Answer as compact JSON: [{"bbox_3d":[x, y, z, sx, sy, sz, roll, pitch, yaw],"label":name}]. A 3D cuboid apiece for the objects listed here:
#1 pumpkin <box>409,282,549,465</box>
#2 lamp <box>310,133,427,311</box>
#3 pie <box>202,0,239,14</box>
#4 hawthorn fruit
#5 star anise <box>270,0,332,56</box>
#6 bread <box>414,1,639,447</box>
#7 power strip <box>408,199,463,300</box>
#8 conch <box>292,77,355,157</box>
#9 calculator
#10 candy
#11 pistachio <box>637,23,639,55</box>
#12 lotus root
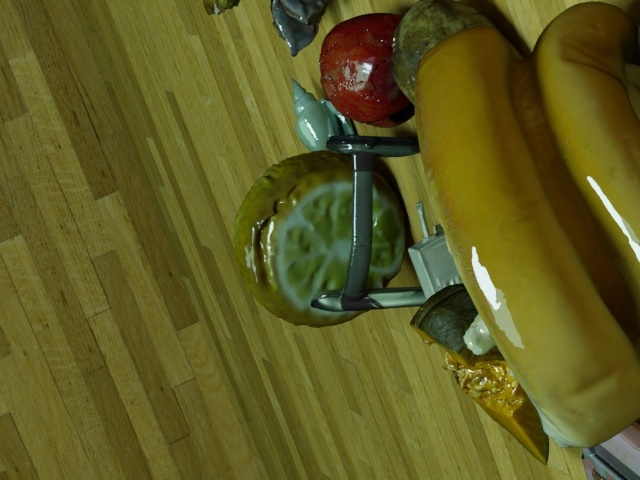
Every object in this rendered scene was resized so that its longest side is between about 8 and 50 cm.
[{"bbox_3d":[0.239,0.157,2.046,0.131,0.126,0.248,24,156,54],"label":"pumpkin"},{"bbox_3d":[0.103,-0.017,2.180,0.124,0.203,0.283,-128,39,-66],"label":"lamp"},{"bbox_3d":[-0.115,-0.457,2.089,0.288,0.103,0.355,111,158,-53],"label":"pie"},{"bbox_3d":[0.080,-0.214,1.949,0.172,0.148,0.148,-20,95,61],"label":"hawthorn fruit"},{"bbox_3d":[-0.032,-0.367,2.141,0.231,0.089,0.209,108,149,-60],"label":"star anise"},{"bbox_3d":[0.229,-0.019,1.419,0.424,0.245,0.329,-98,-7,-48],"label":"bread"},{"bbox_3d":[0.164,0.026,2.134,0.175,0.075,0.042,68,165,-12],"label":"power strip"},{"bbox_3d":[0.010,-0.172,2.360,0.180,0.088,0.065,56,-155,7],"label":"conch"},{"bbox_3d":[0.395,0.329,1.933,0.220,0.048,0.330,39,152,53],"label":"calculator"},{"bbox_3d":[0.000,0.000,2.285,0.118,0.260,0.260,35,146,66],"label":"candy"},{"bbox_3d":[0.340,-0.162,1.318,0.108,0.126,0.185,25,180,-30],"label":"pistachio"},{"bbox_3d":[0.159,-0.184,1.775,0.214,0.138,0.138,53,159,35],"label":"lotus root"}]
